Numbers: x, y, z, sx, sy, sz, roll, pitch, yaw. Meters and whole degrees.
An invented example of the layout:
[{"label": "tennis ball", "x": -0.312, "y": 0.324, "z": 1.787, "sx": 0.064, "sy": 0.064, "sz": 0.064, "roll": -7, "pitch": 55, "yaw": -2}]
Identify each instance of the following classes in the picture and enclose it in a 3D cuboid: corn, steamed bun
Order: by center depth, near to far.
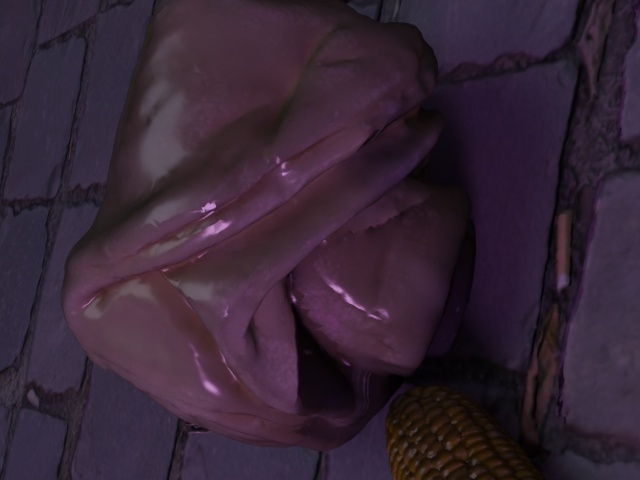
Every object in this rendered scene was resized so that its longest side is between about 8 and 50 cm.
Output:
[{"label": "corn", "x": 0.114, "y": 0.189, "z": 0.839, "sx": 0.101, "sy": 0.101, "sz": 0.292, "roll": -63, "pitch": 33, "yaw": 20}, {"label": "steamed bun", "x": 0.000, "y": 0.000, "z": 0.973, "sx": 0.347, "sy": 0.237, "sz": 0.394, "roll": -52, "pitch": -23, "yaw": -34}]
